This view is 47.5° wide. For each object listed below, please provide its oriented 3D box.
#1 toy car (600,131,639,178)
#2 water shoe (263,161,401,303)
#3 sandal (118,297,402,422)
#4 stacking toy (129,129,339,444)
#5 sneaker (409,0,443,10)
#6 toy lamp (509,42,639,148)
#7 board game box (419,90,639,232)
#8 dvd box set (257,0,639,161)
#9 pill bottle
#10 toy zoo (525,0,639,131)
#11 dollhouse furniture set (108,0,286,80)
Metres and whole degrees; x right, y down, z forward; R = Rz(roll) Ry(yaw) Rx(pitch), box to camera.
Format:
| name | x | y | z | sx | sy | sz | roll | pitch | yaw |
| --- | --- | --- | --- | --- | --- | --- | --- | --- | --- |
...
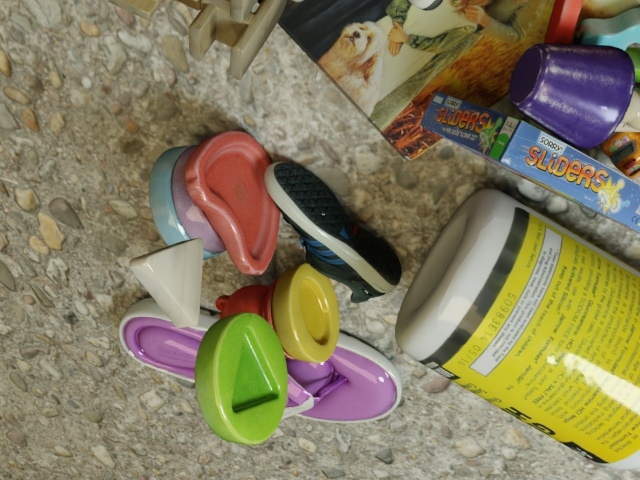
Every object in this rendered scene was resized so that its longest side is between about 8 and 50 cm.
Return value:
| name | x | y | z | sx | sy | sz | roll | pitch | yaw |
| --- | --- | --- | --- | --- | --- | --- | --- | --- | --- |
| toy car | 0.315 | -0.088 | 0.647 | 0.122 | 0.041 | 0.060 | -20 | 116 | 34 |
| water shoe | 0.000 | 0.000 | 0.828 | 0.203 | 0.073 | 0.080 | 43 | 129 | -13 |
| sandal | -0.097 | 0.191 | 1.000 | 0.415 | 0.102 | 0.170 | 9 | 129 | 16 |
| stacking toy | -0.119 | 0.058 | 0.793 | 0.130 | 0.280 | 0.309 | -11 | 117 | 28 |
| sneaker | 0.078 | -0.277 | 0.488 | 0.132 | 0.086 | 0.229 | 32 | 133 | -1 |
| toy lamp | 0.276 | -0.088 | 0.558 | 0.274 | 0.080 | 0.080 | 13 | 133 | -13 |
| board game box | 0.198 | -0.060 | 0.616 | 0.201 | 0.136 | 0.035 | 21 | 101 | -26 |
| dvd box set | 0.128 | -0.280 | 0.562 | 0.307 | 0.062 | 0.420 | 45 | 130 | -15 |
| pill bottle | 0.258 | 0.106 | 0.725 | 0.333 | 0.188 | 0.188 | 30 | 132 | -1 |
| toy zoo | 0.271 | -0.190 | 0.513 | 0.192 | 0.030 | 0.293 | 1 | 143 | 2 |
| dollhouse furniture set | -0.113 | -0.288 | 0.553 | 0.212 | 0.161 | 0.242 | 26 | 156 | 2 |
